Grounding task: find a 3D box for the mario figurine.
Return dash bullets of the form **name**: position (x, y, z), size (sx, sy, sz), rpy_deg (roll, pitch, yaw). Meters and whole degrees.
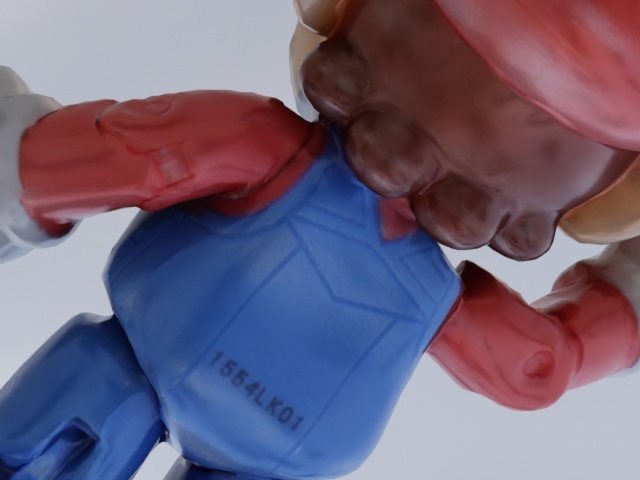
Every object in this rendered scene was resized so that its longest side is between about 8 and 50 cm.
- **mario figurine**: position (0.000, 0.000, 0.521), size (0.320, 0.198, 0.170), rpy_deg (-49, -126, 5)
